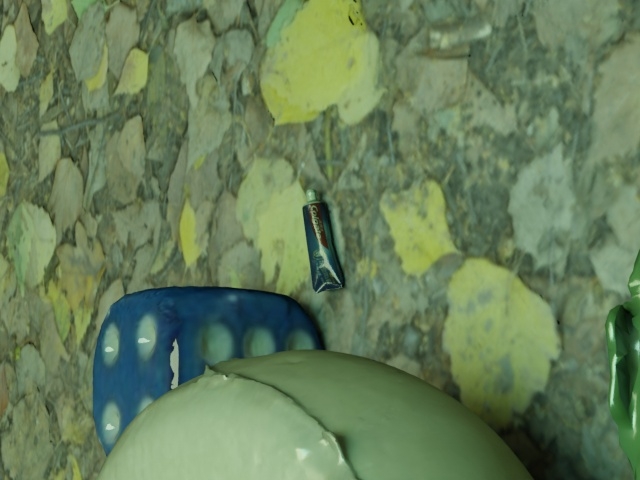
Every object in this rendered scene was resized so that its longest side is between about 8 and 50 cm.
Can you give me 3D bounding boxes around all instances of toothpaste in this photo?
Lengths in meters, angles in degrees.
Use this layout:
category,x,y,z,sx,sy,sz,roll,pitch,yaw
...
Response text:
category,x,y,z,sx,sy,sz,roll,pitch,yaw
toothpaste,0.000,0.000,1.118,0.027,0.019,0.083,-18,71,26

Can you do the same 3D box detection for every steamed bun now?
category,x,y,z,sx,sy,sz,roll,pitch,yaw
steamed bun,0.015,0.254,0.881,0.374,0.241,0.375,-10,77,48

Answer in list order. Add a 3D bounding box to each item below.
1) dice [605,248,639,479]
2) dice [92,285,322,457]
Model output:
category,x,y,z,sx,sy,sz,roll,pitch,yaw
dice,0.308,0.071,0.437,0.322,0.318,0.330,-11,78,52
dice,-0.089,0.114,1.121,0.146,0.143,0.147,-13,76,52
